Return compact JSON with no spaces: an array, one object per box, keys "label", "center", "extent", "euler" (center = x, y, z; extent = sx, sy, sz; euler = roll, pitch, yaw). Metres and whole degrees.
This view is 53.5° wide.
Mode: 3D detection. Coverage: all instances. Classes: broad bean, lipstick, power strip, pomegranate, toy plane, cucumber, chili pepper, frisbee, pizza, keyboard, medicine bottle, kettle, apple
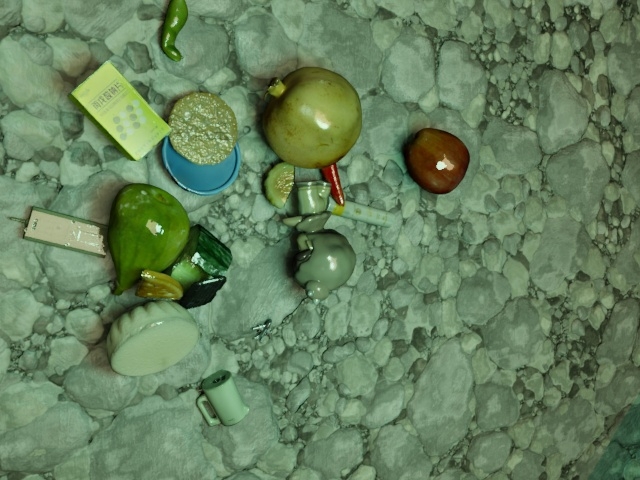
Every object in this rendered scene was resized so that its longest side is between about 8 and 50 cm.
[{"label":"broad bean","center":[-0.412,-0.616,1.799],"extent":[0.070,0.048,0.213],"euler":[4,93,-24]},{"label":"lipstick","center":[0.130,-0.094,2.132],"extent":[0.264,0.059,0.059],"euler":[12,90,-28]},{"label":"power strip","center":[-0.698,-0.025,1.723],"extent":[0.268,0.034,0.092],"euler":[16,89,-28]},{"label":"pomegranate","center":[-0.032,-0.370,1.892],"extent":[0.319,0.319,0.319],"euler":[-3,97,-27]},{"label":"toy plane","center":[-0.179,0.286,2.028],"extent":[0.078,0.031,0.083],"euler":[31,81,-27]},{"label":"cucumber","center":[-0.360,0.056,1.838],"extent":[0.130,0.191,0.191],"euler":[45,75,-23]},{"label":"chili pepper","center":[0.032,-0.238,2.052],"extent":[0.063,0.071,0.272],"euler":[-11,90,-22]},{"label":"frisbee","center":[-0.351,-0.250,1.869],"extent":[0.242,0.045,0.242],"euler":[3,84,-31]},{"label":"pizza","center":[-0.450,0.125,1.739],"extent":[0.178,0.131,0.041],"euler":[29,48,-48]},{"label":"keyboard","center":[-0.339,0.154,1.815],"extent":[0.106,0.262,0.016],"euler":[-13,75,-27]},{"label":"medicine bottle","center":[-0.540,-0.346,1.715],"extent":[0.137,0.141,0.250],"euler":[-46,113,-12]},{"label":"kettle","center":[-0.303,0.494,1.952],"extent":[0.127,0.098,0.148],"euler":[-31,112,-27]},{"label":"apple","center":[0.392,-0.274,2.162],"extent":[0.234,0.234,0.234],"euler":[-3,97,-27]}]

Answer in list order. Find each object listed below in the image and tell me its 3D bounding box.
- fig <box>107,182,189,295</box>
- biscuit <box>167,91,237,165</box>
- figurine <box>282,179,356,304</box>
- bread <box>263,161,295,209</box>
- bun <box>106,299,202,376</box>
[{"label":"fig","center":[-0.489,-0.010,1.771],"extent":[0.233,0.314,0.233],"euler":[15,48,-17]},{"label":"biscuit","center":[-0.338,-0.323,1.842],"extent":[0.220,0.033,0.219],"euler":[2,85,-29]},{"label":"figurine","center":[0.000,-0.001,1.989],"extent":[0.203,0.248,0.380],"euler":[-7,96,15]},{"label":"bread","center":[-0.131,-0.173,1.974],"extent":[0.094,0.083,0.157],"euler":[2,84,-21]},{"label":"bun","center":[-0.488,0.247,1.796],"extent":[0.263,0.175,0.263],"euler":[-24,147,-17]}]
